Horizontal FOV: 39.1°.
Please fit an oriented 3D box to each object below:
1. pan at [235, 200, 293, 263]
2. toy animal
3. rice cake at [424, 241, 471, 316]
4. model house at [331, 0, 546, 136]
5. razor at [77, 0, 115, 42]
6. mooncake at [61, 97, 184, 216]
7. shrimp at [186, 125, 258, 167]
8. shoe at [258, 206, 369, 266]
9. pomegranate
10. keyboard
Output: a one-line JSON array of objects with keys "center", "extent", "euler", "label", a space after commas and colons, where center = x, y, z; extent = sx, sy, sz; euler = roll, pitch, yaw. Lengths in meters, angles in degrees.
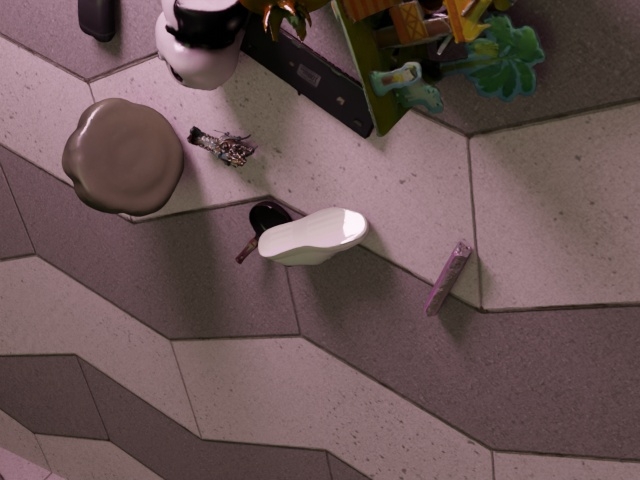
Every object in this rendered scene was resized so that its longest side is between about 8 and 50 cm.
[{"center": [-0.133, -0.011, 2.060], "extent": [0.115, 0.040, 0.212], "euler": [44, 132, 1], "label": "pan"}, {"center": [-0.231, -0.401, 1.730], "extent": [0.235, 0.165, 0.187], "euler": [114, 146, -47], "label": "toy animal"}, {"center": [0.252, 0.082, 1.811], "extent": [0.036, 0.047, 0.207], "euler": [30, 138, 9], "label": "rice cake"}, {"center": [0.206, -0.349, 1.365], "extent": [0.312, 0.242, 0.358], "euler": [0, 120, 37], "label": "model house"}, {"center": [-0.483, -0.506, 1.947], "extent": [0.090, 0.054, 0.148], "euler": [29, 137, 13], "label": "razor"}, {"center": [-0.444, -0.182, 2.023], "extent": [0.135, 0.275, 0.275], "euler": [5, 126, 57], "label": "mooncake"}, {"center": [-0.207, -0.208, 1.964], "extent": [0.174, 0.076, 0.082], "euler": [24, 94, 29], "label": "shrimp"}, {"center": [0.000, 0.000, 1.938], "extent": [0.264, 0.095, 0.110], "euler": [-9, 153, 28], "label": "shoe"}, {"center": [-0.059, -0.458, 1.492], "extent": [0.220, 0.220, 0.257], "euler": [-7, 86, 43], "label": "pomegranate"}, {"center": [-0.018, -0.317, 1.731], "extent": [0.317, 0.027, 0.106], "euler": [37, 135, 10], "label": "keyboard"}]
